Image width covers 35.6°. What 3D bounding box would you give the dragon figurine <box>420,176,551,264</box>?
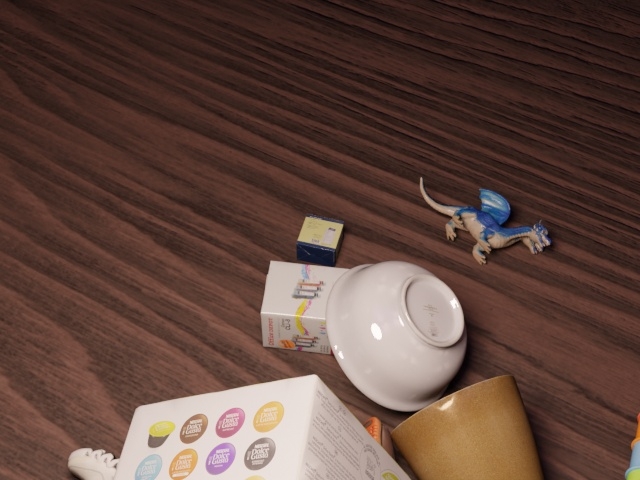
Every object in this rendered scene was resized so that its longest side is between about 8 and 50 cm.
[{"bbox_3d":[0.343,-0.048,2.095,0.289,0.085,0.144,40,59,22],"label":"dragon figurine"}]

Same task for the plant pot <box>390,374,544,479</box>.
[{"bbox_3d":[0.277,0.393,1.677,0.237,0.237,0.254,-19,69,-16],"label":"plant pot"}]

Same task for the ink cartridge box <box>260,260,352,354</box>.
[{"bbox_3d":[-0.021,0.132,1.920,0.176,0.128,0.127,6,53,5],"label":"ink cartridge box"}]

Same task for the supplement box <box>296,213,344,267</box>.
[{"bbox_3d":[0.000,0.000,2.072,0.083,0.056,0.083,12,52,9],"label":"supplement box"}]

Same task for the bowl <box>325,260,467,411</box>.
[{"bbox_3d":[0.166,0.150,1.817,0.298,0.134,0.298,19,53,-27],"label":"bowl"}]

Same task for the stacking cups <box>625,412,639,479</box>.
[{"bbox_3d":[0.584,0.390,1.740,0.096,0.096,0.316,16,53,12],"label":"stacking cups"}]

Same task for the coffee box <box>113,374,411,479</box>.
[{"bbox_3d":[-0.090,0.442,1.460,0.338,0.338,0.334,-14,44,29],"label":"coffee box"}]

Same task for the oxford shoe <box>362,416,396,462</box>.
[{"bbox_3d":[0.109,0.470,1.679,0.133,0.130,0.363,21,45,-20],"label":"oxford shoe"}]

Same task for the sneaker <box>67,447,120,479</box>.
[{"bbox_3d":[-0.323,0.452,1.679,0.292,0.110,0.118,27,65,20],"label":"sneaker"}]
